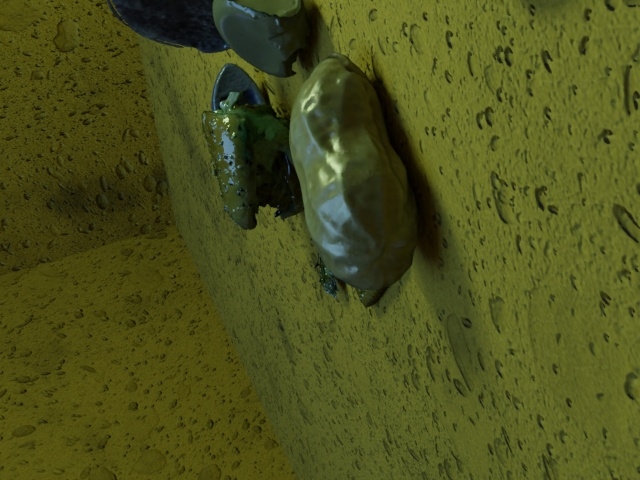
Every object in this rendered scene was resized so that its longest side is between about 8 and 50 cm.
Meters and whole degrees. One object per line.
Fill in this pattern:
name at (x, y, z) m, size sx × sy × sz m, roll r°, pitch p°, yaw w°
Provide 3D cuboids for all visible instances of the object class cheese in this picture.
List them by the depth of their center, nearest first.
cheese at (-0.092, -0.355, 1.429) m, size 0.175 × 0.091 × 0.202 m, roll 24°, pitch 163°, yaw 19°

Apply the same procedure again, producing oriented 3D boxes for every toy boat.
toy boat at (-0.165, -0.240, 1.815) m, size 0.078 × 0.127 × 0.282 m, roll -130°, pitch 25°, yaw -68°

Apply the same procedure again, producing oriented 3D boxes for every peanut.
peanut at (0.040, -0.094, 1.213) m, size 0.174 × 0.158 × 0.339 m, roll 55°, pitch -166°, yaw -68°

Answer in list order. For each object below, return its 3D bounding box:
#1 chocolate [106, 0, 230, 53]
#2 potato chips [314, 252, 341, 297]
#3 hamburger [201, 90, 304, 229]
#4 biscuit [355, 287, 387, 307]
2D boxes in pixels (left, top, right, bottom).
chocolate at (-0.223, -0.505, 1.527) m, size 0.303 × 0.304 × 0.212 m, roll 116°, pitch 159°, yaw -68°
potato chips at (0.004, -0.001, 1.640) m, size 0.202 × 0.029 × 0.219 m, roll -114°, pitch 15°, yaw -49°
hamburger at (-0.126, -0.156, 1.688) m, size 0.192 × 0.168 × 0.287 m, roll -156°, pitch 51°, yaw -73°
biscuit at (0.072, 0.004, 1.438) m, size 0.254 × 0.029 × 0.172 m, roll 112°, pitch 138°, yaw -67°
